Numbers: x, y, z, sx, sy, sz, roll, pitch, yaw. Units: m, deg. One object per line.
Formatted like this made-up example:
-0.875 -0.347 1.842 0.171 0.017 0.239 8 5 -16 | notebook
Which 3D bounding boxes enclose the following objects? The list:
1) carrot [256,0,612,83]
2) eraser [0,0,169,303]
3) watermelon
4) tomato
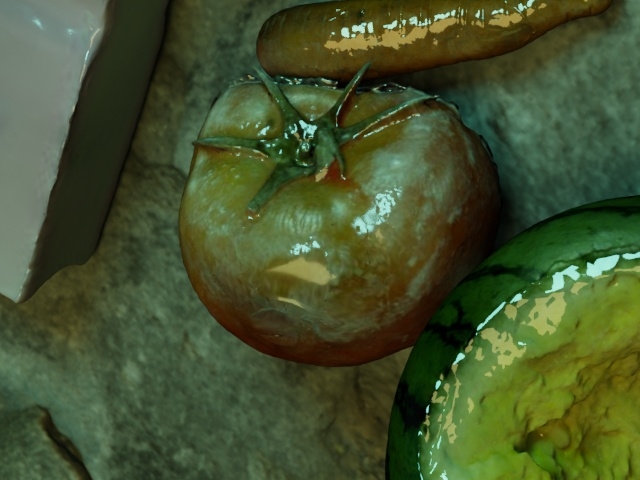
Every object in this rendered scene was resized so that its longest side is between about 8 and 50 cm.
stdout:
0.071 -0.138 0.947 0.247 0.059 0.059 -6 107 21 | carrot
-0.304 -0.157 1.057 0.359 0.122 0.272 27 120 12 | eraser
0.163 0.098 0.896 0.189 0.330 0.331 47 124 34 | watermelon
0.000 0.000 0.950 0.214 0.155 0.181 2 134 24 | tomato
